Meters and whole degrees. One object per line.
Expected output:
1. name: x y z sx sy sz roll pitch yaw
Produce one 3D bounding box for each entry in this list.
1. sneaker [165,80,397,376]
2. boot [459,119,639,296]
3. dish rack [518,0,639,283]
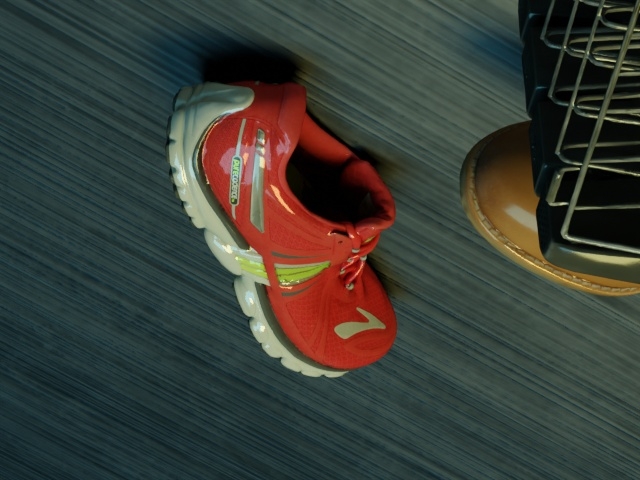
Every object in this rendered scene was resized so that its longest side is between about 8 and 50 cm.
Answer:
1. sneaker: 0.000 0.000 1.134 0.118 0.107 0.279 -6 142 26
2. boot: 0.224 -0.025 0.876 0.283 0.109 0.220 19 167 -1
3. dish rack: 0.139 -0.129 0.739 0.074 0.208 0.271 3 142 -4
